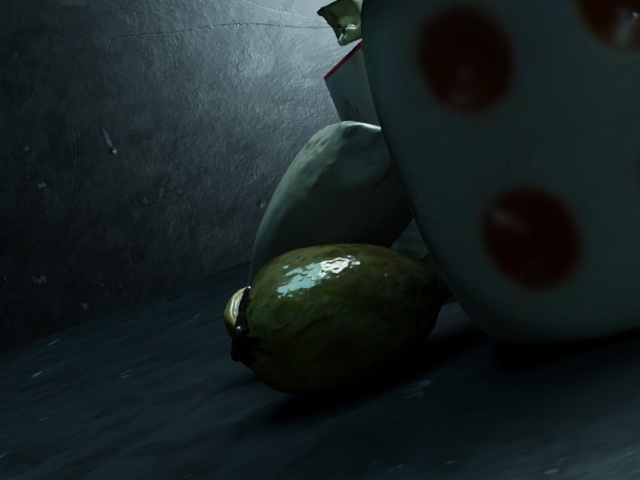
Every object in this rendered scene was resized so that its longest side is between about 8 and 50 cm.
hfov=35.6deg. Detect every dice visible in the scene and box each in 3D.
[{"bbox_3d":[0.214,-0.106,0.800,0.277,0.304,0.304,-19,4,17],"label":"dice"}]

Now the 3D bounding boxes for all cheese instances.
[{"bbox_3d":[0.050,-0.249,1.093,0.092,0.047,0.171,-20,10,14],"label":"cheese"}]

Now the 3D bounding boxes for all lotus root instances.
[{"bbox_3d":[0.025,0.060,0.853,0.214,0.138,0.138,-17,4,-2],"label":"lotus root"}]

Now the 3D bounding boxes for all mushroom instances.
[{"bbox_3d":[0.000,0.000,0.973,0.128,0.128,0.350,-24,-25,-39],"label":"mushroom"}]

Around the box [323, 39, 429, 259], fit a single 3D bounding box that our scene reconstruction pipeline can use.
[{"bbox_3d":[0.209,-0.135,1.198,0.300,0.312,0.314,-24,5,-6],"label":"box"}]
